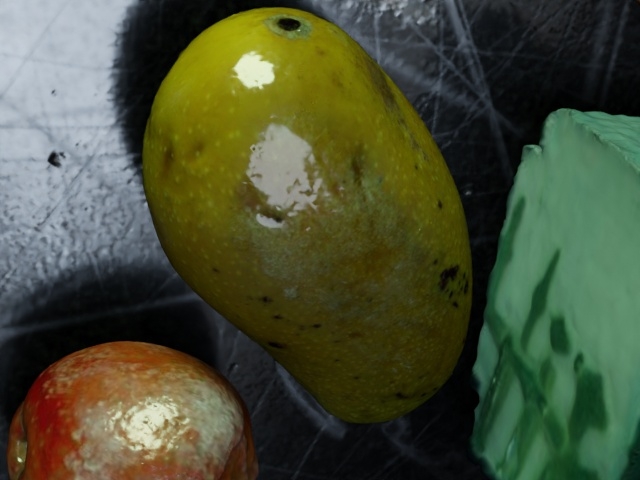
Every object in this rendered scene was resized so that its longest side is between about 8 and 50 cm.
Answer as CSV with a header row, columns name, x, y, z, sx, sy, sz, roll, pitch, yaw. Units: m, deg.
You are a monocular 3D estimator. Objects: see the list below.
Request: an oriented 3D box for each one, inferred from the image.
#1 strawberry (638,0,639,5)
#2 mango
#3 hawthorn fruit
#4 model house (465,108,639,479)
name,x,y,z,sx,sy,sz,roll,pitch,yaw
strawberry,0.216,-0.217,1.059,0.187,0.146,0.082,25,63,-1
mango,0.005,-0.002,1.061,0.176,0.176,0.329,-11,125,40
hawthorn fruit,-0.130,0.149,1.086,0.172,0.173,0.173,-5,113,-13
model house,0.308,0.067,1.134,0.329,0.252,0.295,2,112,-22
